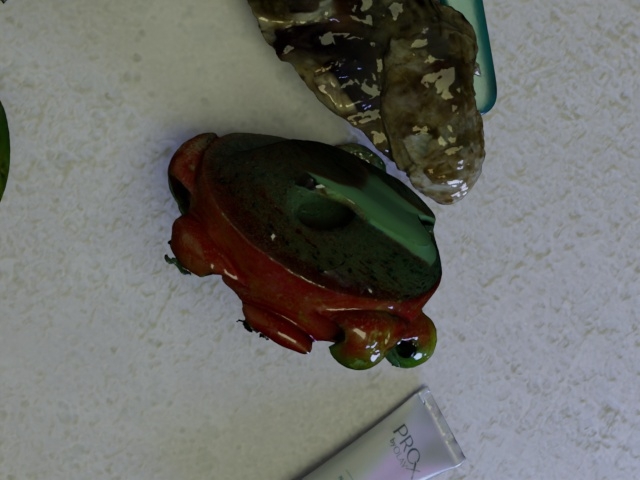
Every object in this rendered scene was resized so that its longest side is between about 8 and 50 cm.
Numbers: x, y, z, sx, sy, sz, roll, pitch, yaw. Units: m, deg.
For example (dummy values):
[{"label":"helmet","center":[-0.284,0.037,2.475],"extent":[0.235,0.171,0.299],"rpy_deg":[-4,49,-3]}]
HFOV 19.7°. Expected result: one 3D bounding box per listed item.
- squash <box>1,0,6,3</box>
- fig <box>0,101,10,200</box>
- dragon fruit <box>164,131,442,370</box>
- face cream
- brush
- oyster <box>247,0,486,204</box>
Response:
[{"label":"squash","center":[-0.202,-0.403,1.453],"extent":[0.263,0.263,0.384],"rpy_deg":[-16,109,-15]},{"label":"fig","center":[-0.349,-0.066,1.546],"extent":[0.191,0.181,0.181],"rpy_deg":[-46,116,-29]},{"label":"dragon fruit","center":[0.000,0.000,1.643],"extent":[0.295,0.268,0.130],"rpy_deg":[32,111,-18]},{"label":"face cream","center":[0.027,0.245,1.819],"extent":[0.244,0.058,0.092],"rpy_deg":[-32,108,-15]},{"label":"brush","center":[0.133,-0.213,1.745],"extent":[0.043,0.032,0.193],"rpy_deg":[-12,100,-9]},{"label":"oyster","center":[0.047,-0.164,1.673],"extent":[0.294,0.094,0.166],"rpy_deg":[29,88,-20]}]
